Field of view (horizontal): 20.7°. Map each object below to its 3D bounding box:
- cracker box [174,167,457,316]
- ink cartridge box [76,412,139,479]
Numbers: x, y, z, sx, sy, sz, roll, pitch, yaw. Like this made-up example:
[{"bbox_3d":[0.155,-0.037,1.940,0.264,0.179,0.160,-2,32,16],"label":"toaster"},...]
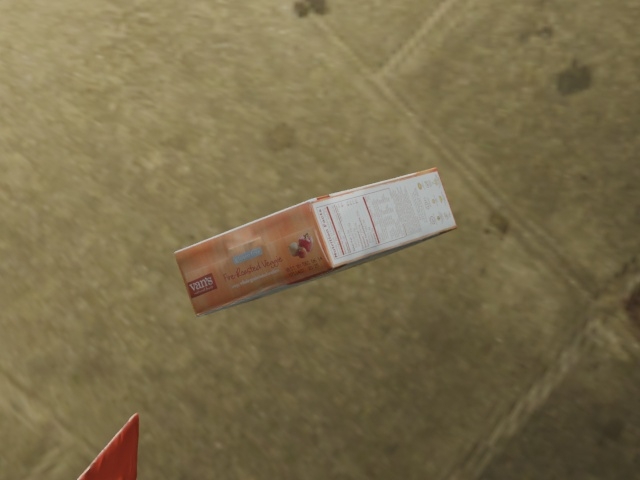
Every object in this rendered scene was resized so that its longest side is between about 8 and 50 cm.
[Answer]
[{"bbox_3d":[0.000,0.000,1.588,0.232,0.156,0.067,-15,86,-57],"label":"cracker box"},{"bbox_3d":[-0.098,0.319,0.884,0.091,0.308,0.384,4,104,9],"label":"ink cartridge box"}]
